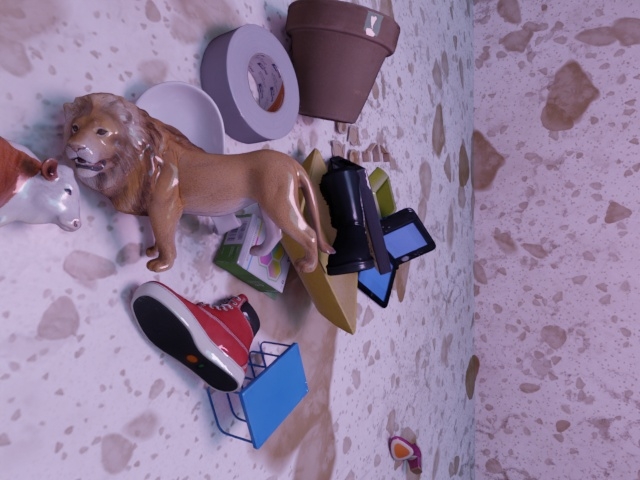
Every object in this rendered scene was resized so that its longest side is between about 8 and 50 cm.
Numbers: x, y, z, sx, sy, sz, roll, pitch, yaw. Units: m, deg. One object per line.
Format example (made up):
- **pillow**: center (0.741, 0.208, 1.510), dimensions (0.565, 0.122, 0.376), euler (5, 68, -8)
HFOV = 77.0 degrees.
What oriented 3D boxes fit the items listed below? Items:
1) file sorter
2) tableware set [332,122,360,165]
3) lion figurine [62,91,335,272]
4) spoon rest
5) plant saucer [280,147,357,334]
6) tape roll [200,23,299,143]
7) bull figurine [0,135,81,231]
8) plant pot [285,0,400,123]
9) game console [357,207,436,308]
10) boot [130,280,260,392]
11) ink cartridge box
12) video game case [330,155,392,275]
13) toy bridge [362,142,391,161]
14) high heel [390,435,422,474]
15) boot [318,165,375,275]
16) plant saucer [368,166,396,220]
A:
- **file sorter**: center (-0.120, 0.290, 0.794), dimensions (0.170, 0.105, 0.118), euler (-31, 116, -53)
- **tableware set**: center (0.081, -0.290, 1.196), dimensions (0.169, 0.020, 0.140), euler (8, 83, -56)
- **lion figurine**: center (-0.155, -0.080, 0.601), dimensions (0.393, 0.142, 0.239), euler (-1, 106, -19)
- **spoon rest**: center (-0.203, -0.124, 0.676), dimensions (0.137, 0.084, 0.276), euler (-28, 121, -12)
- **plant saucer**: center (0.000, 0.000, 0.943), dimensions (0.332, 0.081, 0.332), euler (-80, 151, -53)
- **tape roll**: center (-0.135, -0.311, 0.817), dimensions (0.219, 0.073, 0.218), euler (0, 90, -56)
- **bull figurine**: center (-0.395, -0.075, 0.382), dimensions (0.310, 0.101, 0.188), euler (53, 49, -43)
- **plant pot**: center (0.037, -0.404, 0.955), dimensions (0.263, 0.263, 0.229), euler (-14, 118, -56)
- **game console**: center (0.250, 0.068, 1.320), dimensions (0.293, 0.250, 0.173), euler (41, 30, -50)
- **boot**: center (-0.203, 0.125, 0.709), dimensions (0.244, 0.089, 0.176), euler (54, 28, -27)
- **ink cartridge box**: center (-0.116, 0.043, 0.845), dimensions (0.209, 0.062, 0.108), euler (44, 52, -48)
- **video game case**: center (0.101, -0.075, 1.064), dimensions (0.248, 0.035, 0.274), euler (-123, -166, -68)
- **toy bridge**: center (0.190, -0.297, 1.359), dimensions (0.188, 0.026, 0.063), euler (-16, 100, -56)
- **high heel**: center (0.318, 0.765, 1.509), dimensions (0.244, 0.082, 0.117), euler (51, 19, -27)
- **boot**: center (0.046, -0.045, 0.817), dimensions (0.246, 0.094, 0.207), euler (-36, 115, -80)
- **plant saucer**: center (0.203, -0.130, 1.358), dimensions (0.188, 0.045, 0.188), euler (-49, 128, -46)
